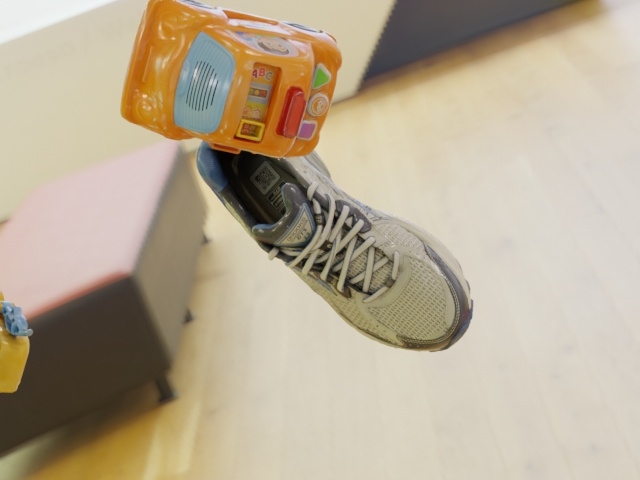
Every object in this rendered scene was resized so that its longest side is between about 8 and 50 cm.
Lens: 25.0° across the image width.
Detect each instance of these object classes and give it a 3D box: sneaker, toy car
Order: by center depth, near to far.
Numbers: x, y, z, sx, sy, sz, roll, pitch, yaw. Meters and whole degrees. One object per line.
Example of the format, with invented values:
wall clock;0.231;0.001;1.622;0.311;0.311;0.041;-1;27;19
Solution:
toy car;-0.036;-0.005;0.360;0.122;0.060;0.040;-59;35;4
sneaker;0.000;0.000;0.580;0.052;0.135;0.058;-56;-18;11
